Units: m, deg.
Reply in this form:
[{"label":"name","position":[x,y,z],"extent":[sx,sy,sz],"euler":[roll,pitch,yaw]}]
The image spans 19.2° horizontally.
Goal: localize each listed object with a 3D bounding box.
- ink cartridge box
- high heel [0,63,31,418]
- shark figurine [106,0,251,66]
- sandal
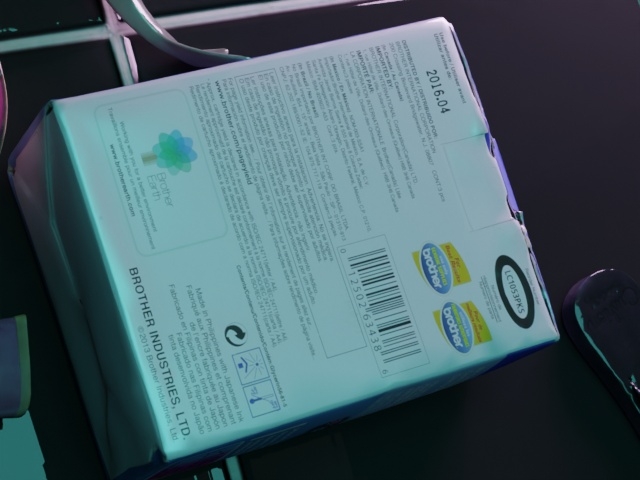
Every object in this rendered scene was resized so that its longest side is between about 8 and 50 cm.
[{"label":"ink cartridge box","position":[0.000,0.000,1.423],"extent":[0.395,0.151,0.270],"euler":[-15,83,-24]},{"label":"high heel","position":[-0.312,-0.042,1.308],"extent":[0.181,0.127,0.377],"euler":[-7,82,-35]},{"label":"shark figurine","position":[-0.147,-0.255,1.454],"extent":[0.166,0.116,0.278],"euler":[-4,75,-23]},{"label":"sandal","position":[0.298,0.132,1.567],"extent":[0.254,0.054,0.097],"euler":[46,64,-5]}]
